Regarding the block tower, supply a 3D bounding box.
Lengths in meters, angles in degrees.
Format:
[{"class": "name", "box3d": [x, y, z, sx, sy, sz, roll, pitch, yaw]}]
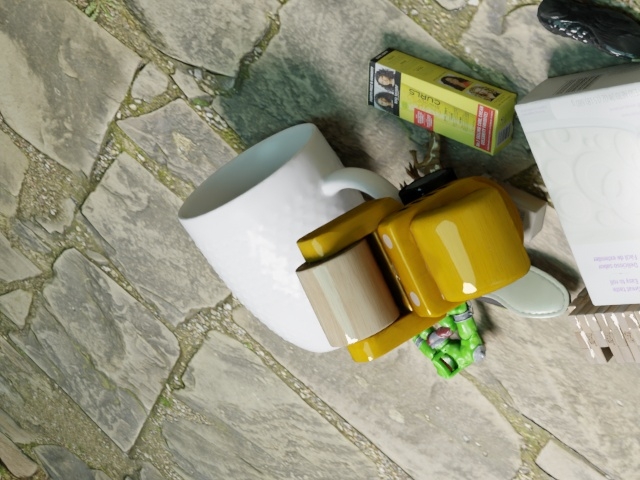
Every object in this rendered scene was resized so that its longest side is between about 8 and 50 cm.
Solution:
[{"class": "block tower", "box3d": [0.514, 0.114, 1.819, 0.335, 0.091, 0.097, -11, 112, 48]}]

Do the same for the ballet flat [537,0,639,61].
[{"class": "ballet flat", "box3d": [0.370, -0.283, 1.693, 0.173, 0.057, 0.049, 30, 177, 26]}]

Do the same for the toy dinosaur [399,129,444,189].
[{"class": "toy dinosaur", "box3d": [0.184, -0.084, 2.006, 0.112, 0.064, 0.211, 1, 120, 43]}]

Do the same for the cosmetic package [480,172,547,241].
[{"class": "cosmetic package", "box3d": [0.287, -0.051, 1.948, 0.115, 0.041, 0.060, 29, 135, 25]}]

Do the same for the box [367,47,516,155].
[{"class": "box", "box3d": [0.180, -0.212, 1.912, 0.232, 0.058, 0.087, 26, 134, 28]}]

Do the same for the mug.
[{"class": "mug", "box3d": [0.000, 0.000, 2.100, 0.374, 0.276, 0.328, -20, 112, 38]}]

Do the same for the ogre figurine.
[{"class": "ogre figurine", "box3d": [0.215, 0.169, 2.151, 0.197, 0.097, 0.118, -36, 80, 40]}]

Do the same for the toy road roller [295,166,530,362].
[{"class": "toy road roller", "box3d": [0.152, 0.025, 1.847, 0.202, 0.330, 0.241, 64, 159, -7]}]

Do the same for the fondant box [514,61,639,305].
[{"class": "fondant box", "box3d": [0.440, -0.076, 1.738, 0.238, 0.096, 0.330, -6, 116, 46]}]

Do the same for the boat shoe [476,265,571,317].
[{"class": "boat shoe", "box3d": [0.301, 0.071, 2.014, 0.228, 0.069, 0.081, 15, 94, 34]}]
